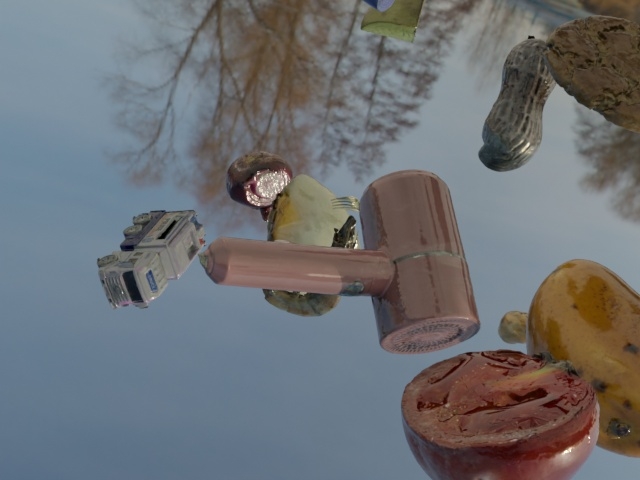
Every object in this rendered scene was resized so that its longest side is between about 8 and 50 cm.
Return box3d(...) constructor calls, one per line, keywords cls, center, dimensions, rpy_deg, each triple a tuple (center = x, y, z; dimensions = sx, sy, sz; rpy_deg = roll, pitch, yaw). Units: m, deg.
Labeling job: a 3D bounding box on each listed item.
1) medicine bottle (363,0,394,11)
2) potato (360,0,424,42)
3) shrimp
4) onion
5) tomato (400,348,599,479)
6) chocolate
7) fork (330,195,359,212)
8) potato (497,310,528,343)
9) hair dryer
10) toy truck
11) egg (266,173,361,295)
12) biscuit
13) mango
box3d(cls="medicine bottle", center=(0.042, -0.506, 1.613), dimensions=(0.231, 0.059, 0.059), rpy_deg=(41, -150, 24))
box3d(cls="potato", center=(0.158, -0.504, 1.823), dimensions=(0.120, 0.149, 0.081), rpy_deg=(14, 159, 5))
box3d(cls="shrimp", center=(-0.023, 0.037, 1.362), dimensions=(0.148, 0.195, 0.035), rpy_deg=(13, -153, -11))
box3d(cls="onion", center=(-0.161, -0.146, 2.267), dimensions=(0.173, 0.198, 0.135), rpy_deg=(-16, -133, -11))
box3d(cls="tomato", center=(0.137, 0.150, 0.662), dimensions=(0.139, 0.091, 0.159), rpy_deg=(-19, -161, -16))
box3d(cls="chocolate", center=(0.351, -0.237, 1.519), dimensions=(0.110, 0.248, 0.110), rpy_deg=(17, -175, -1))
box3d(cls="fork", center=(0.113, -0.061, 1.864), dimensions=(0.219, 0.028, 0.034), rpy_deg=(13, -131, -40))
box3d(cls="potato", center=(0.334, 0.150, 1.467), dimensions=(0.068, 0.083, 0.062), rpy_deg=(35, -128, 3))
box3d(cls="hair dryer", center=(0.020, 0.014, 1.046), dimensions=(0.352, 0.125, 0.210), rpy_deg=(6, -119, -27))
box3d(cls="toy truck", center=(-0.374, 0.039, 1.947), dimensions=(0.155, 0.124, 0.268), rpy_deg=(-4, -151, 19))
box3d(cls="egg", center=(0.002, 0.000, 1.889), dimensions=(0.174, 0.286, 0.264), rpy_deg=(5, -162, 22))
box3d(cls="biscuit", center=(0.393, -0.220, 1.115), dimensions=(0.226, 0.042, 0.226), rpy_deg=(8, -133, -9))
box3d(cls="mango", center=(0.365, 0.146, 1.126), dimensions=(0.191, 0.160, 0.290), rpy_deg=(-10, -130, -9))
